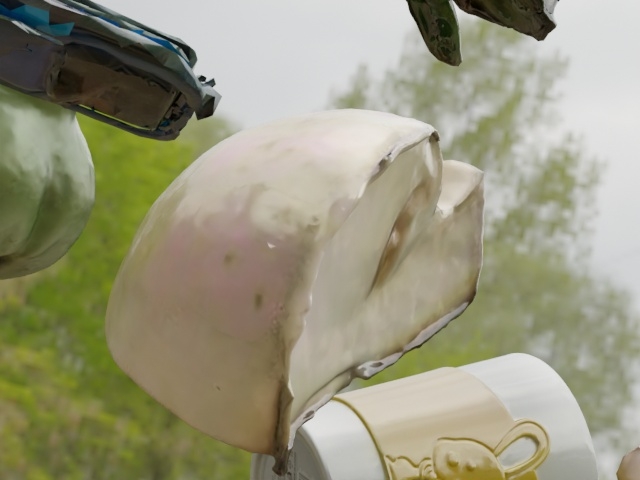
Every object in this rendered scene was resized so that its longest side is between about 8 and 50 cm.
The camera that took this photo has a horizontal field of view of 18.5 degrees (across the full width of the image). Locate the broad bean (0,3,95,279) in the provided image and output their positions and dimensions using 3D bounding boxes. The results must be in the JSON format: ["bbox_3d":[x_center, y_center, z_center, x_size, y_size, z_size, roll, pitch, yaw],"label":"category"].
[{"bbox_3d":[-0.174,-0.079,0.841,0.169,0.228,0.100,-4,-9,25],"label":"broad bean"}]

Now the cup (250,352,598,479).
[{"bbox_3d":[0.080,0.214,1.480,0.226,0.241,0.185,-5,-7,-27],"label":"cup"}]

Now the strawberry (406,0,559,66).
[{"bbox_3d":[0.002,-0.200,0.741,0.286,0.188,0.106,44,-47,9],"label":"strawberry"}]

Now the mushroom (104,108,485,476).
[{"bbox_3d":[-0.022,-0.016,1.106,0.173,0.162,0.236,23,32,24],"label":"mushroom"}]

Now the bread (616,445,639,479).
[{"bbox_3d":[0.152,0.187,0.423,0.179,0.194,0.340,20,-11,36],"label":"bread"}]

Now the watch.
[{"bbox_3d":[-0.133,-0.182,0.546,0.275,0.276,0.068,18,-36,-10],"label":"watch"}]
